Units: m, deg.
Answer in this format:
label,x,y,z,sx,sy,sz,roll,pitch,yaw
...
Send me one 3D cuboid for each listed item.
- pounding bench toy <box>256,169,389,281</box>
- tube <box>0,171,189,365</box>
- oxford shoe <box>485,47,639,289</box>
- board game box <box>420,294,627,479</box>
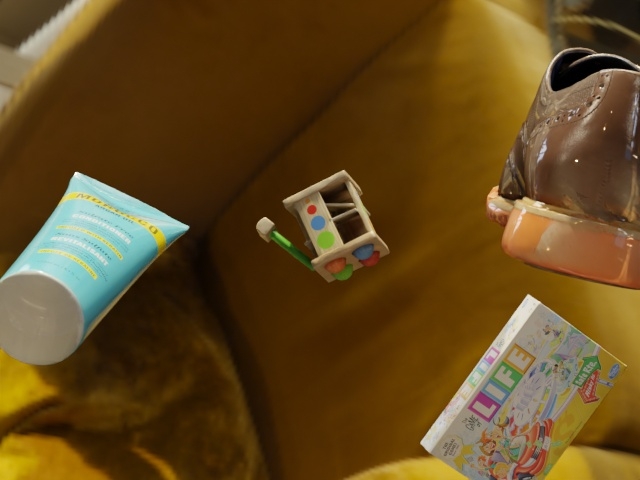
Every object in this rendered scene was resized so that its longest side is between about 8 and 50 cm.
label,x,y,z,sx,sy,sz,roll,pitch,yaw
pounding bench toy,0.000,0.000,1.120,0.083,0.052,0.065,-26,71,7
tube,-0.133,0.009,0.860,0.052,0.080,0.207,-58,4,19
oxford shoe,0.187,-0.055,0.989,0.363,0.130,0.132,-62,-16,-83
board game box,0.170,0.137,1.250,0.154,0.103,0.026,-55,20,2
